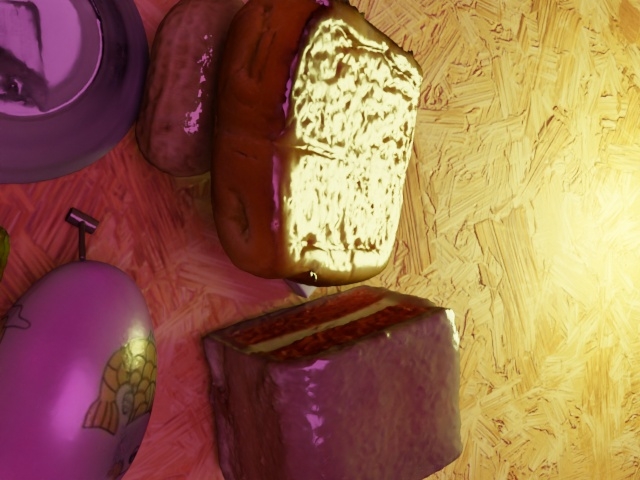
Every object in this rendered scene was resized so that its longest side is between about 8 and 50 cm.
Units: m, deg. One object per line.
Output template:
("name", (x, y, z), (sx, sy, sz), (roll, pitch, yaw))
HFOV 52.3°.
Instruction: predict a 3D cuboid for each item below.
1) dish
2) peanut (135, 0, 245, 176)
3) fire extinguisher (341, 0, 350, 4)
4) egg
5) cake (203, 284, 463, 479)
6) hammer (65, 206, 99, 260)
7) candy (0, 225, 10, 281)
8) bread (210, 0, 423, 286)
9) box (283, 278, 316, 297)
("dish", (-0.326, -0.214, 0.696), (0.316, 0.106, 0.317), (-4, 97, -31))
("peanut", (-0.150, -0.201, 0.801), (0.122, 0.137, 0.253), (9, 89, 10))
("fire extinguisher", (-0.015, -0.390, 0.896), (0.089, 0.072, 0.268), (-47, 120, -55))
("egg", (-0.278, 0.157, 0.711), (0.196, 0.196, 0.272), (3, 90, -32))
("cake", (0.026, 0.204, 0.881), (0.308, 0.237, 0.230), (-17, 106, -32))
("hammer", (-0.273, -0.005, 0.749), (0.035, 0.110, 0.019), (32, 100, -31))
("candy", (-0.401, 0.070, 0.690), (0.096, 0.096, 0.210), (18, 91, -32))
("bread", (-0.010, -0.109, 0.798), (0.337, 0.147, 0.328), (1, 99, -58))
("box", (0.000, 0.000, 0.956), (0.154, 0.040, 0.084), (-47, 113, -20))
